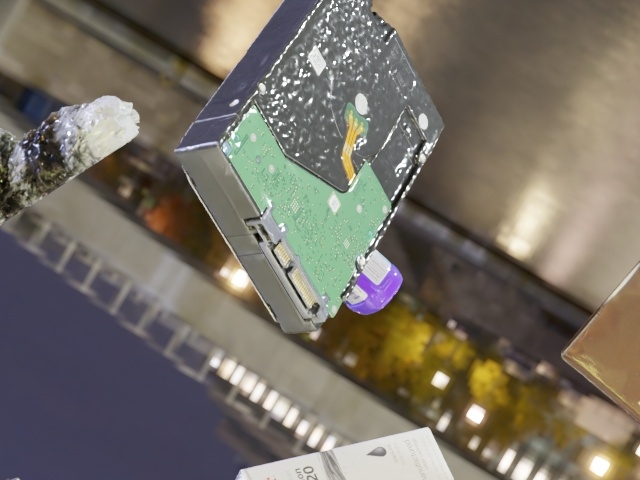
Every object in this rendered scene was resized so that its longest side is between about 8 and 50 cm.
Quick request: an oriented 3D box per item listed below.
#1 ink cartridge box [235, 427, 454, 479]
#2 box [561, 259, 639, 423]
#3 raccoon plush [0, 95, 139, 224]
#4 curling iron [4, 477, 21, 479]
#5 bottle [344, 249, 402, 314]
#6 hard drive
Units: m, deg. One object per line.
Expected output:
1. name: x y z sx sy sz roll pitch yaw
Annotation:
1. ink cartridge box: 0.034 0.292 1.694 0.218 0.092 0.158 -11 -124 -22
2. box: 0.444 0.166 1.673 0.381 0.191 0.143 42 -174 8
3. raccoon plush: -0.462 -0.147 2.031 0.299 0.446 0.216 57 -171 -7
4. curling iron: -0.361 0.257 1.674 0.035 0.068 0.274 33 152 -21
5. bottle: 0.000 0.000 2.698 0.283 0.092 0.118 42 161 -12
6. hard drive: -0.001 -0.103 1.695 0.064 0.339 0.237 -9 126 35
